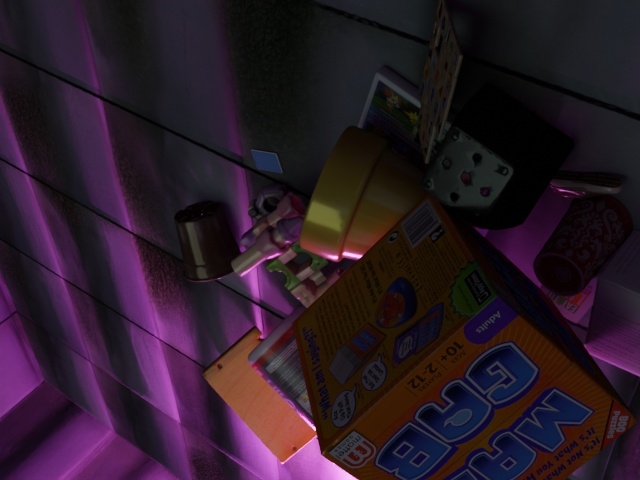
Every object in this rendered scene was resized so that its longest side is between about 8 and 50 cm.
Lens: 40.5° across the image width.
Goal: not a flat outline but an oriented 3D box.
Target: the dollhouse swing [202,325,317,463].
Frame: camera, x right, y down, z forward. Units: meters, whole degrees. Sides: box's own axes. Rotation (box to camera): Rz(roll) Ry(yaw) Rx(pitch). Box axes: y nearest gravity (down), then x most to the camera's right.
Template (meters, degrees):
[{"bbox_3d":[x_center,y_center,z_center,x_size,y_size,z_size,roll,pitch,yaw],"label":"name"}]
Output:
[{"bbox_3d":[-0.139,0.430,2.595,0.315,0.305,0.347,-42,91,14],"label":"dollhouse swing"}]

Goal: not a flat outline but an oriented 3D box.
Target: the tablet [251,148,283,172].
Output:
[{"bbox_3d":[-0.124,-0.184,2.011,0.083,0.006,0.054,14,134,39],"label":"tablet"}]

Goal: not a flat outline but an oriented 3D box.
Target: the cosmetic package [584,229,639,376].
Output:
[{"bbox_3d":[0.555,0.113,1.460,0.151,0.151,0.184,24,139,30],"label":"cosmetic package"}]

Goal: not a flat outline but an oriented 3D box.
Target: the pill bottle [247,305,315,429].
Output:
[{"bbox_3d":[0.004,0.362,2.241,0.363,0.210,0.210,46,146,2],"label":"pill bottle"}]

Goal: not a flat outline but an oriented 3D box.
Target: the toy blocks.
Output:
[{"bbox_3d":[0.000,0.000,1.926,0.260,0.309,0.288,-37,110,23],"label":"toy blocks"}]

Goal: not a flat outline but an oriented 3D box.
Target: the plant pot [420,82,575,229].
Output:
[{"bbox_3d":[0.277,-0.124,1.451,0.188,0.167,0.187,38,126,16],"label":"plant pot"}]

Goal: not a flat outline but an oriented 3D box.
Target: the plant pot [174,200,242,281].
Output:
[{"bbox_3d":[-0.299,-0.004,2.254,0.167,0.167,0.165,9,123,42],"label":"plant pot"}]

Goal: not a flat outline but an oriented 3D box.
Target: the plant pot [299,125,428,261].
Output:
[{"bbox_3d":[0.117,-0.056,1.632,0.238,0.254,0.254,24,142,6],"label":"plant pot"}]

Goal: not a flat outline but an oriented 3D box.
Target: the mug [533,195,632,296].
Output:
[{"bbox_3d":[0.444,0.023,1.472,0.113,0.169,0.150,10,131,40],"label":"mug"}]

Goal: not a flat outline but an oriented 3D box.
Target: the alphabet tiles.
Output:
[{"bbox_3d":[0.193,-0.257,1.447,0.009,0.198,0.237,3,133,-6],"label":"alphabet tiles"}]

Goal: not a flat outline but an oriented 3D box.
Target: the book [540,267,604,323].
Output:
[{"bbox_3d":[0.475,0.086,1.628,0.096,0.035,0.144,33,142,12],"label":"book"}]

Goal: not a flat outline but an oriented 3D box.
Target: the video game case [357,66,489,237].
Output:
[{"bbox_3d":[0.206,-0.137,1.683,0.329,0.036,0.300,38,145,14],"label":"video game case"}]

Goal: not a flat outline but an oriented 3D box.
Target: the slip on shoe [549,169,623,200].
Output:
[{"bbox_3d":[0.447,-0.088,1.460,0.135,0.051,0.041,10,126,45],"label":"slip on shoe"}]

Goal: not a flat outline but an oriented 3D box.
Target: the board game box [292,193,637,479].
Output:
[{"bbox_3d":[0.217,0.212,1.447,0.356,0.357,0.356,-44,116,14],"label":"board game box"}]
